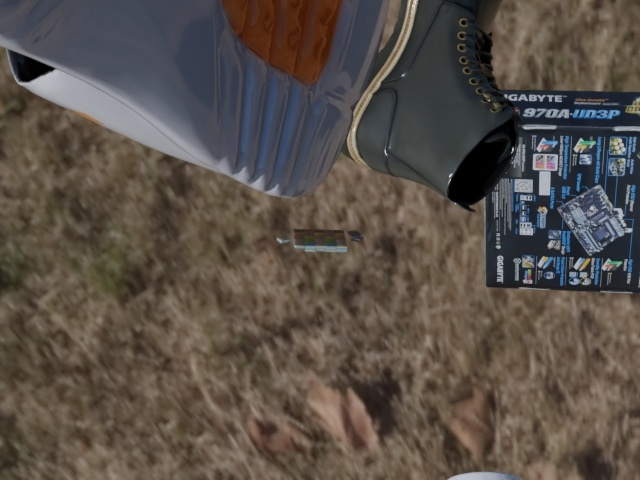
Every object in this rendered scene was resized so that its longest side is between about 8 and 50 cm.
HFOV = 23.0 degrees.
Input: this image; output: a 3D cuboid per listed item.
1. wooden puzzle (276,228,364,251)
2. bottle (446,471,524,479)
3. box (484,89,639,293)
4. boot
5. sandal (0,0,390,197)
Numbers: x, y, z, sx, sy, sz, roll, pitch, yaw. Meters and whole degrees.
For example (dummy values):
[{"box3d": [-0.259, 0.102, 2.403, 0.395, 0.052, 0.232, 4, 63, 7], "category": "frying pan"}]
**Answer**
[{"box3d": [0.000, 0.000, 1.494, 0.083, 0.006, 0.049, 2, 19, -4], "category": "wooden puzzle"}, {"box3d": [0.130, 0.323, 1.212, 0.118, 0.092, 0.283, 3, 65, -6], "category": "bottle"}, {"box3d": [0.238, -0.041, 1.450, 0.175, 0.220, 0.051, 2, 47, 8], "category": "box"}, {"box3d": [0.106, -0.118, 1.035, 0.137, 0.077, 0.198, 34, 100, 51], "category": "boot"}, {"box3d": [-0.064, -0.088, 0.444, 0.076, 0.265, 0.102, 19, 88, 31], "category": "sandal"}]
